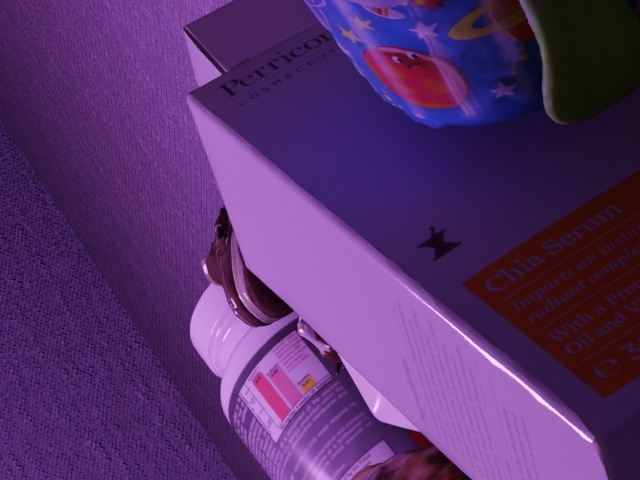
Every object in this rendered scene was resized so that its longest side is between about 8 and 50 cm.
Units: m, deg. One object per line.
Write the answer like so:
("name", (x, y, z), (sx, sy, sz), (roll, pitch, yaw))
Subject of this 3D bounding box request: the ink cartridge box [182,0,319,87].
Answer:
("ink cartridge box", (-0.025, -0.124, 1.439), (0.127, 0.128, 0.176), (49, 161, 35))

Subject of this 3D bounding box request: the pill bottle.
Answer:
("pill bottle", (0.023, 0.181, 1.721), (0.363, 0.210, 0.210), (49, 162, 33))

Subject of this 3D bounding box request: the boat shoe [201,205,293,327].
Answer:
("boat shoe", (-0.071, 0.021, 1.624), (0.095, 0.095, 0.257), (45, -158, -17))

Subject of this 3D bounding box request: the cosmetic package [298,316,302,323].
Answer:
("cosmetic package", (0.013, 0.043, 1.656), (0.041, 0.115, 0.060), (14, 131, 8))

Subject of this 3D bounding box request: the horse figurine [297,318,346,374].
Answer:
("horse figurine", (0.000, 0.000, 1.577), (0.174, 0.066, 0.263), (42, -155, -6))

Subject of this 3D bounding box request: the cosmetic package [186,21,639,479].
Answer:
("cosmetic package", (0.129, 0.002, 0.993), (0.453, 0.230, 0.161), (40, 155, 49))

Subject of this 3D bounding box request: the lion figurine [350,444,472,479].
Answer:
("lion figurine", (0.190, 0.288, 1.332), (0.392, 0.240, 0.142), (44, 160, 41))

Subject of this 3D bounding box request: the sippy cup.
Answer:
("sippy cup", (0.068, -0.188, 0.874), (0.240, 0.305, 0.224), (-3, 143, 23))

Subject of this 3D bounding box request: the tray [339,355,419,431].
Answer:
("tray", (0.063, 0.091, 1.341), (0.145, 0.030, 0.270), (60, 165, -7))
